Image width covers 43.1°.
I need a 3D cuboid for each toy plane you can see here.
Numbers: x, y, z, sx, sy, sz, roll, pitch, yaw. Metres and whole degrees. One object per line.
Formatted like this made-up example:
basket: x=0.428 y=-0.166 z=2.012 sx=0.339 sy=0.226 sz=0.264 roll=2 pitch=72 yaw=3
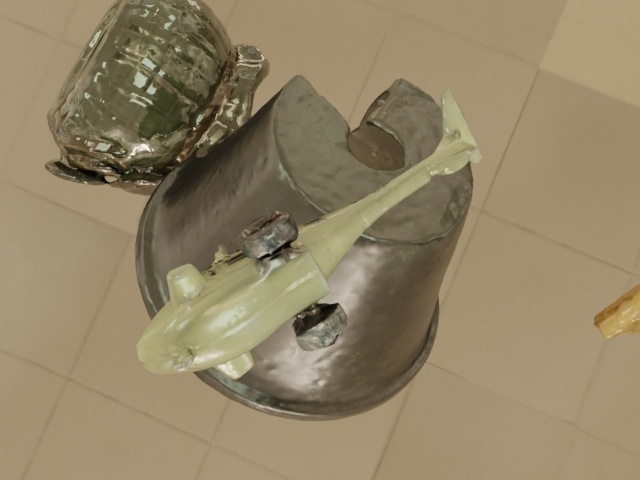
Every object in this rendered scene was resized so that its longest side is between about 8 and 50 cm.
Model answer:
toy plane: x=0.000 y=0.000 z=0.551 sx=0.286 sy=0.108 sz=0.092 roll=-34 pitch=112 yaw=-8

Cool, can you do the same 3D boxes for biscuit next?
biscuit: x=0.323 y=0.040 z=0.697 sx=0.144 sy=0.224 sz=0.033 roll=-44 pitch=62 yaw=30

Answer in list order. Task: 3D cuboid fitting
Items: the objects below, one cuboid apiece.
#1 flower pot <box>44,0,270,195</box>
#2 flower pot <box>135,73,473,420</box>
flower pot: x=-0.229 y=-0.186 z=1.097 sx=0.213 sy=0.302 sz=0.302 roll=30 pitch=85 yaw=-24
flower pot: x=0.016 y=-0.016 z=0.864 sx=0.379 sy=0.251 sz=0.379 roll=14 pitch=54 yaw=-19
